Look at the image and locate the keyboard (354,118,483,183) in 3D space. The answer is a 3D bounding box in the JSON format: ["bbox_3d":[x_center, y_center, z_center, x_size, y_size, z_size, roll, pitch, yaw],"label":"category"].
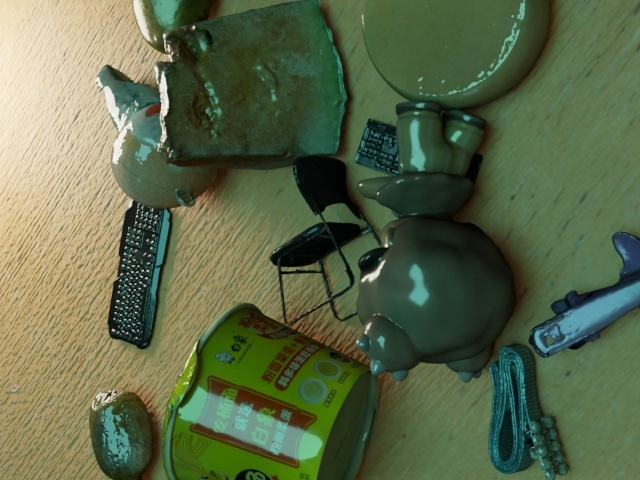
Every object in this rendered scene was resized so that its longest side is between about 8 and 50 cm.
[{"bbox_3d":[0.142,-0.120,1.386,0.196,0.015,0.074,23,106,26],"label":"keyboard"}]

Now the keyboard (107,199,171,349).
[{"bbox_3d":[-0.328,0.059,1.674,0.106,0.016,0.262,16,99,30],"label":"keyboard"}]

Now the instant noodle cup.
[{"bbox_3d":[-0.059,0.262,1.368,0.222,0.311,0.311,15,99,20],"label":"instant noodle cup"}]

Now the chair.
[{"bbox_3d":[0.000,0.000,1.407,0.145,0.140,0.221,-32,71,32],"label":"chair"}]

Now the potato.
[{"bbox_3d":[-0.249,-0.432,1.567,0.149,0.113,0.251,0,99,24],"label":"potato"}]

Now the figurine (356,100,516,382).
[{"bbox_3d":[0.159,0.003,1.272,0.203,0.248,0.380,-7,77,45],"label":"figurine"}]

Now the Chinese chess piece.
[{"bbox_3d":[0.187,-0.317,1.307,0.273,0.102,0.273,2,93,30],"label":"Chinese chess piece"}]

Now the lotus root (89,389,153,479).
[{"bbox_3d":[-0.351,0.359,1.654,0.113,0.088,0.192,-12,85,24],"label":"lotus root"}]

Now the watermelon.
[{"bbox_3d":[-0.127,-0.240,1.452,0.151,0.302,0.264,162,99,-68],"label":"watermelon"}]

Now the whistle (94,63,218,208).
[{"bbox_3d":[-0.278,-0.191,1.559,0.189,0.189,0.348,-47,57,23],"label":"whistle"}]

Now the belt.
[{"bbox_3d":[0.281,0.233,1.284,0.100,0.065,0.179,-4,90,41],"label":"belt"}]

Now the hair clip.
[{"bbox_3d":[0.396,0.060,1.202,0.278,0.090,0.137,-32,79,23],"label":"hair clip"}]
